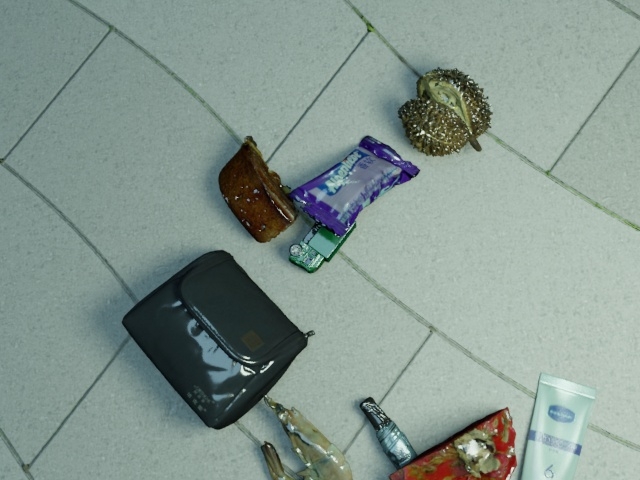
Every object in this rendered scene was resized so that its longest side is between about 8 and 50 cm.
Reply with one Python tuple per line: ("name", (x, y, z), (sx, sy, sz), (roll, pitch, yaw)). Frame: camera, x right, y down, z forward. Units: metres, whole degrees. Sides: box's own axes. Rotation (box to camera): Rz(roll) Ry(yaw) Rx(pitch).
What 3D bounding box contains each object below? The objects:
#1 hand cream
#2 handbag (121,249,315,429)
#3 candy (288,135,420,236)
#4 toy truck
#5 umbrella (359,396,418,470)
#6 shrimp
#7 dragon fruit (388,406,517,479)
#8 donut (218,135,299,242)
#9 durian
("hand cream", (0.435, 0.420, 1.412), (0.109, 0.067, 0.321), (16, 73, 11))
("handbag", (-0.199, 0.177, 1.463), (0.275, 0.178, 0.302), (-42, 77, -3))
("candy", (0.072, -0.117, 1.522), (0.145, 0.070, 0.275), (38, 57, 19))
("toy truck", (0.000, 0.000, 1.536), (0.079, 0.065, 0.147), (38, 83, 9))
("umbrella", (0.158, 0.413, 1.437), (0.052, 0.053, 0.250), (-33, 75, -12))
("shrimp", (-0.048, 0.423, 1.457), (0.254, 0.059, 0.145), (41, 100, 6))
("dragon fruit", (0.269, 0.404, 1.324), (0.262, 0.211, 0.134), (-27, 68, -11))
("donut", (-0.138, -0.100, 1.543), (0.126, 0.144, 0.186), (-40, 102, 18))
("durian", (0.260, -0.251, 1.514), (0.196, 0.167, 0.196), (0, 92, -3))
